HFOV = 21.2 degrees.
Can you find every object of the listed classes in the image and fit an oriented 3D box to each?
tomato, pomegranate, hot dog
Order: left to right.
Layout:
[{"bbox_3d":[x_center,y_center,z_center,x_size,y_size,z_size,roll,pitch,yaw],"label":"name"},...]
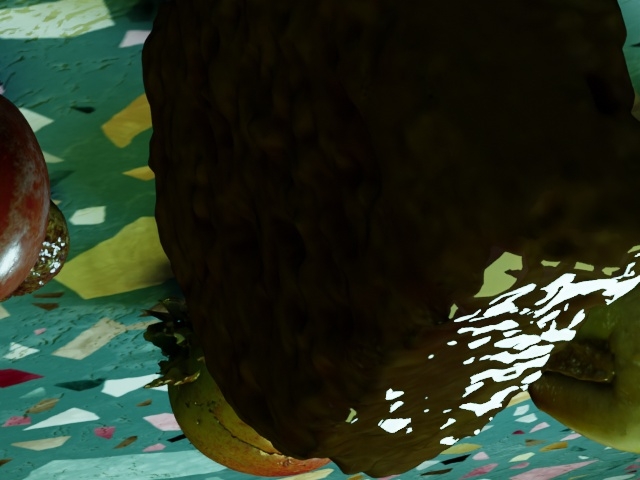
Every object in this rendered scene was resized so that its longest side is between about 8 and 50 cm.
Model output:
[{"bbox_3d":[-0.266,-0.040,1.153,0.187,0.151,0.187,17,-173,-2],"label":"tomato"},{"bbox_3d":[-0.056,0.122,1.616,0.235,0.210,0.210,16,147,-26],"label":"pomegranate"},{"bbox_3d":[0.295,0.067,1.614,0.223,0.185,0.405,13,-169,22],"label":"hot dog"}]

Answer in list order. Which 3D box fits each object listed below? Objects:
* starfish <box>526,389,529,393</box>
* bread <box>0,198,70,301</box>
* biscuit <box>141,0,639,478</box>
[{"bbox_3d":[0.140,0.085,1.679,0.050,0.223,0.217,-44,162,-12],"label":"starfish"},{"bbox_3d":[-0.290,0.008,1.370,0.193,0.064,0.193,-9,159,-4],"label":"bread"},{"bbox_3d":[0.025,-0.058,1.012,0.166,0.342,0.395,-12,158,-25],"label":"biscuit"}]
